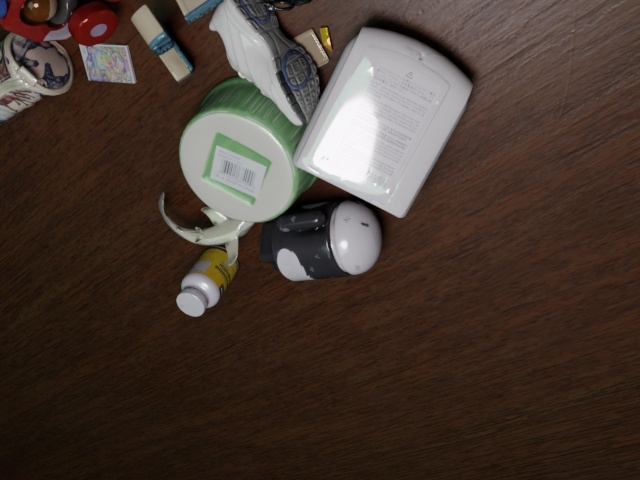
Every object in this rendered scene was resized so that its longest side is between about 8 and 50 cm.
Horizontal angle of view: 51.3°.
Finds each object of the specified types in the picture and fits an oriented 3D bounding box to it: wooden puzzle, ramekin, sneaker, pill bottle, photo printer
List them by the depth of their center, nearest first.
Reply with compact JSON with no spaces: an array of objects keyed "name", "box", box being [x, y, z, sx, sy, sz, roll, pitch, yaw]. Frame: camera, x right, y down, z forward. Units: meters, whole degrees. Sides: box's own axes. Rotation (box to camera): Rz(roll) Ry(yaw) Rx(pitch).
[{"name":"photo printer","box":[0.121,-0.231,1.264,0.256,0.107,0.308,25,109,-5]},{"name":"sneaker","box":[-0.108,-0.355,1.316,0.129,0.111,0.297,-27,95,48]},{"name":"wooden puzzle","box":[-0.024,-0.376,1.325,0.116,0.014,0.079,-11,116,28]},{"name":"ramekin","box":[-0.152,-0.185,1.428,0.303,0.148,0.304,11,128,14]},{"name":"pill bottle","box":[-0.285,0.103,1.672,0.103,0.184,0.103,11,129,14]}]

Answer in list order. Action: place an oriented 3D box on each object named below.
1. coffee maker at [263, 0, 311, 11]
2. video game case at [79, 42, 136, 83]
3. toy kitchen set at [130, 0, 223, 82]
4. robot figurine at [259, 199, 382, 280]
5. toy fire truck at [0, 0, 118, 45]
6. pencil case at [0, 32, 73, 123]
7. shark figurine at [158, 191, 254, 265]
[{"name":"coffee maker","box":[-0.038,-0.505,1.132,0.120,0.171,0.178,1,133,-13]},{"name":"video game case","box":[-0.475,-0.397,1.489,0.122,0.011,0.087,8,127,17]},{"name":"toy kitchen set","box":[-0.256,-0.414,1.308,0.166,0.207,0.122,-34,100,0]},{"name":"robot figurine","box":[0.001,-0.001,1.493,0.278,0.209,0.174,-7,105,26]},{"name":"toy fire truck","box":[-0.501,-0.493,1.243,0.302,0.254,0.169,-42,80,38]},{"name":"pencil case","box":[-0.751,-0.342,1.528,0.410,0.184,0.160,-17,134,30]},{"name":"shark figurine","box":[-0.273,-0.029,1.631,0.278,0.116,0.166,3,92,10]}]
